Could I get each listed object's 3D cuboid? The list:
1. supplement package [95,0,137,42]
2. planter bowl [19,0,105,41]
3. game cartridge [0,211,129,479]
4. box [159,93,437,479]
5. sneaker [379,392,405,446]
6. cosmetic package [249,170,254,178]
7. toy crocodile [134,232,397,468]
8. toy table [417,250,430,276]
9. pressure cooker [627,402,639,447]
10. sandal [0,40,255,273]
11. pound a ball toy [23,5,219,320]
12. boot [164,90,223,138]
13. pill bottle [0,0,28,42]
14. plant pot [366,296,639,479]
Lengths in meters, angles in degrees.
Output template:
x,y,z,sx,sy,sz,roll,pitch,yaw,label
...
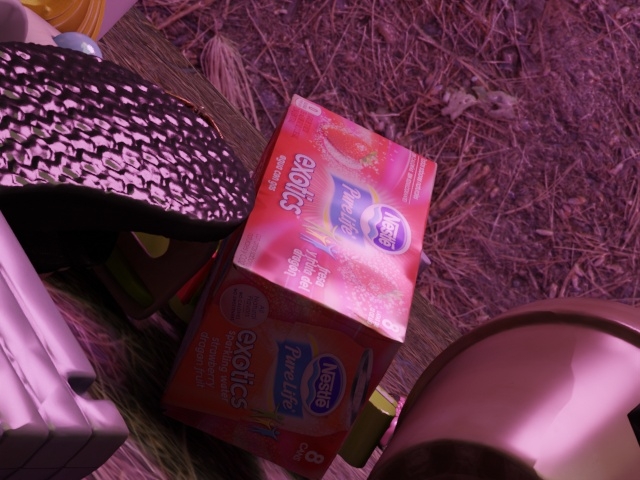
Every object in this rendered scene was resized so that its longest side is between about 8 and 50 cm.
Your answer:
x,y,z,sx,sy,sz,roll,pitch,yaw,label
-0.350,-0.369,2.135,0.263,0.199,0.198,48,6,21,supplement package
-0.275,-0.240,1.653,0.217,0.217,0.090,43,-23,-22,planter bowl
-0.258,-0.029,0.936,0.230,0.068,0.355,6,46,-59,game cartridge
-0.012,0.031,1.469,0.142,0.154,0.300,26,29,-6,box
0.060,0.185,2.018,0.057,0.047,0.119,34,6,-5,sneaker
-0.029,0.039,2.075,0.238,0.107,0.127,42,4,-2,cosmetic package
-0.060,0.071,1.634,0.105,0.115,0.340,3,37,-52,toy crocodile
0.000,0.000,2.246,0.252,0.161,0.274,42,7,-28,toy table
0.248,0.281,0.882,0.370,0.420,0.375,45,7,-14,pressure cooker
-0.219,-0.048,1.226,0.445,0.107,0.167,0,51,-53,sandal
-0.209,-0.078,1.499,0.319,0.136,0.208,50,7,38,pound a ball toy
-0.106,-0.056,1.788,0.283,0.109,0.220,39,-19,-13,boot
-0.357,-0.233,1.337,0.318,0.176,0.176,47,7,18,pill bottle
0.161,0.222,1.445,0.323,0.323,0.280,47,24,14,plant pot
